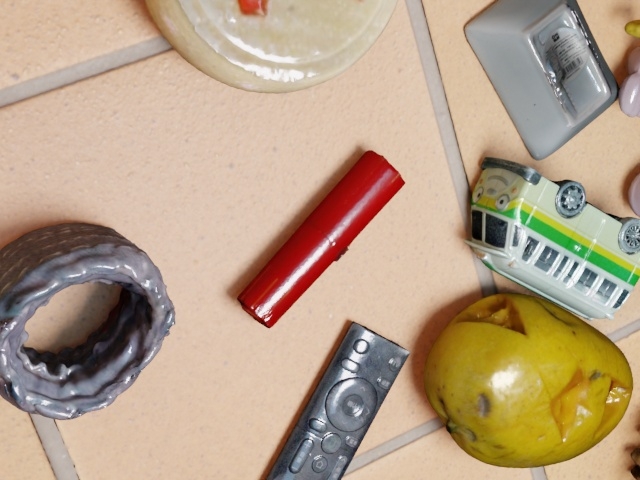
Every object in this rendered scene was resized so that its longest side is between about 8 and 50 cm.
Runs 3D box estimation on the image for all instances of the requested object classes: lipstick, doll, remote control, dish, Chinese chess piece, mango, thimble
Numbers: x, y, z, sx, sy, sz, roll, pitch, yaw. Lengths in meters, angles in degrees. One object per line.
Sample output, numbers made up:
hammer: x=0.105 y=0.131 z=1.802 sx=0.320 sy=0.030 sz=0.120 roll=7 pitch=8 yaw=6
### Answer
lipstick: x=0.000 y=0.000 z=1.434 sx=0.280 sy=0.073 sz=0.073 roll=-48 pitch=114 yaw=-8
doll: x=0.526 y=-0.162 z=1.608 sx=0.160 sy=0.094 sz=0.365 roll=-22 pitch=107 yaw=-26
remote control: x=-0.002 y=0.302 z=1.511 sx=0.107 sy=0.044 sz=0.378 roll=30 pitch=89 yaw=-29
dish: x=0.341 y=-0.254 z=1.521 sx=0.182 sy=0.080 sz=0.243 roll=-38 pitch=112 yaw=-11
Chinese chess piece: x=-0.060 y=-0.351 z=1.296 sx=0.338 sy=0.140 sz=0.338 roll=-5 pitch=103 yaw=-22
mango: x=0.316 y=0.208 z=1.564 sx=0.364 sy=0.182 sz=0.253 roll=7 pitch=96 yaw=-35
thimble: x=-0.296 y=0.096 z=1.273 sx=0.236 sy=0.172 sz=0.205 roll=-23 pitch=112 yaw=-19

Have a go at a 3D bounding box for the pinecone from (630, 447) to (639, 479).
pinecone: x=0.616 y=0.390 z=1.704 sx=0.244 sy=0.244 sz=0.309 roll=2 pitch=115 yaw=-23

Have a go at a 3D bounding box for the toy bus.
toy bus: x=0.341 y=0.000 z=1.543 sx=0.276 sy=0.133 sz=0.165 roll=26 pitch=90 yaw=-25
